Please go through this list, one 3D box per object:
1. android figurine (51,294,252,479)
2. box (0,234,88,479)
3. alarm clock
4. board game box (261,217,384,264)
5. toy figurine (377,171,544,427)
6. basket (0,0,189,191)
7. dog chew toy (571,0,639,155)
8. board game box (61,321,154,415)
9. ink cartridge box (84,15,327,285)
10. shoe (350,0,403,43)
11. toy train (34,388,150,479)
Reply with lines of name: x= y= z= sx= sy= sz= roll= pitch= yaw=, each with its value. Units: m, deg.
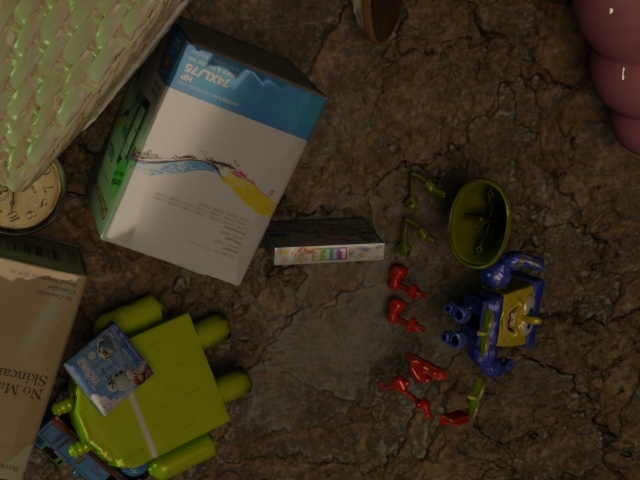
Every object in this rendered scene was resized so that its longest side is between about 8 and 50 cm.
android figurine: x=-0.233 y=0.207 z=1.883 sx=0.273 sy=0.056 sz=0.248 roll=-26 pitch=98 yaw=-24
box: x=-0.425 y=0.150 z=1.820 sx=0.148 sy=0.121 sz=0.311 roll=13 pitch=107 yaw=-21
alarm clock: x=-0.410 y=-0.063 z=1.759 sx=0.192 sy=0.064 sz=0.129 roll=-26 pitch=100 yaw=-17
board game box: x=0.000 y=0.000 z=1.890 sx=0.154 sy=0.103 sz=0.026 roll=-2 pitch=111 yaw=-14
toy figurine: x=0.238 y=0.072 z=1.997 sx=0.217 sy=0.191 sz=0.362 roll=-8 pitch=108 yaw=-45
basket: x=-0.337 y=-0.289 z=1.516 sx=0.328 sy=0.266 sz=0.331 roll=38 pitch=118 yaw=-9
dog chew toy: x=0.454 y=-0.258 z=1.868 sx=0.207 sy=0.206 sz=0.332 roll=-18 pitch=122 yaw=-8
board game box: x=-0.282 y=0.170 z=1.819 sx=0.090 sy=0.020 sz=0.090 roll=-42 pitch=105 yaw=-23
ink cartridge box: x=-0.153 y=-0.119 z=1.748 sx=0.197 sy=0.198 sz=0.270 roll=20 pitch=104 yaw=-22
shoe: x=0.064 y=-0.366 z=1.795 sx=0.076 sy=0.058 sz=0.219 roll=-28 pitch=125 yaw=-38
toy train: x=-0.320 y=0.288 z=1.929 sx=0.105 sy=0.080 sz=0.184 roll=-40 pitch=112 yaw=7
